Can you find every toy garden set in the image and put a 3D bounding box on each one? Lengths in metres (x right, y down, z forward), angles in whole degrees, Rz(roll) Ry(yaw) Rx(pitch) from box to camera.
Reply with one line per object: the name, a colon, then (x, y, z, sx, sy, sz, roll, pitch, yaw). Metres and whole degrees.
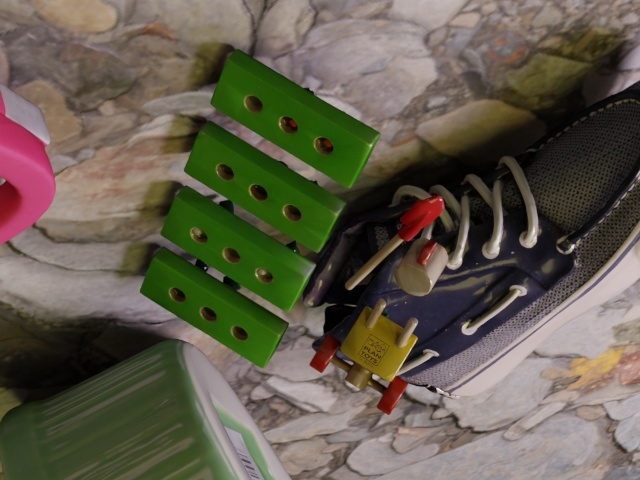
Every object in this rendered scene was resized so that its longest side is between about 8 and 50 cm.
toy garden set: (0.000, 0.000, 1.244, 0.203, 0.049, 0.244, 31, 136, 5)

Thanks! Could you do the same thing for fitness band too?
fitness band: (-0.273, -0.031, 1.065, 0.209, 0.054, 0.291, -24, 164, 11)

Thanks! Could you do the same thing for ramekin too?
ramekin: (-0.098, 0.222, 1.372, 0.148, 0.303, 0.303, -31, 146, 2)

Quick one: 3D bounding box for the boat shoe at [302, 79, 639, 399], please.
boat shoe: (0.125, -0.005, 1.315, 0.158, 0.127, 0.340, 13, 133, -31)
